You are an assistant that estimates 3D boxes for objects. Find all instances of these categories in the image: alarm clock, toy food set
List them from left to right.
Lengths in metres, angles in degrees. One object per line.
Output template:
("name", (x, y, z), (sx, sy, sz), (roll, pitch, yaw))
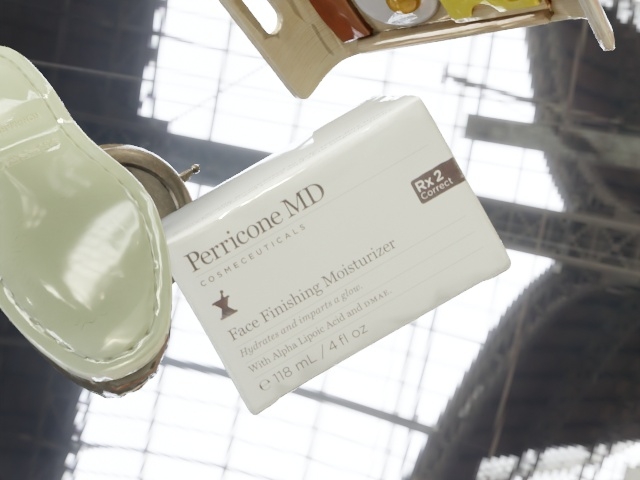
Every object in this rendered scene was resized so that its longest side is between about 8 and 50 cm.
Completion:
("alarm clock", (-0.182, -0.011, 1.021), (0.192, 0.064, 0.129), (-1, -98, -22))
("toy food set", (0.056, -0.208, 1.020), (0.219, 0.306, 0.092), (50, -131, -40))

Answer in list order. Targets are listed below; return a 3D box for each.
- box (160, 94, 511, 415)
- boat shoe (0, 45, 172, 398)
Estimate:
("box", (0.000, 0.000, 0.826), (0.181, 0.182, 0.119), (-30, -82, -2))
("boat shoe", (-0.127, -0.005, 0.609), (0.081, 0.227, 0.068), (-22, -40, -17))
